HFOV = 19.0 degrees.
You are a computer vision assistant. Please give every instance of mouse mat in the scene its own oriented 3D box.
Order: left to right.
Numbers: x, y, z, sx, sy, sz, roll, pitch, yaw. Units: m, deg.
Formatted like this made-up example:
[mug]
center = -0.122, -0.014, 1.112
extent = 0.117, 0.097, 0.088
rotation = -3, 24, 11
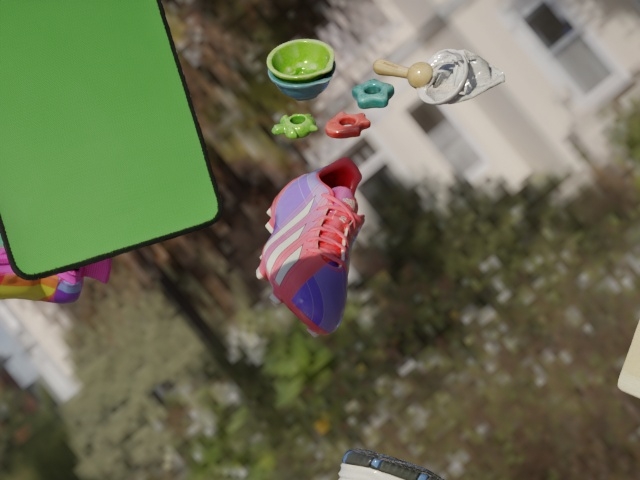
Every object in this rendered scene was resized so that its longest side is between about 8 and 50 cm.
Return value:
[mouse mat]
center = -0.153, -0.082, 1.222
extent = 0.153, 0.189, 0.007
rotation = -17, 3, -26

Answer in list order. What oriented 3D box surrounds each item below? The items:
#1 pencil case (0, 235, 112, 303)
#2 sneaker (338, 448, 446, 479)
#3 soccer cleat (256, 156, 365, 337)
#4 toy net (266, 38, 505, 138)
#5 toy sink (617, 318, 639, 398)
[pencil case]
center = -0.265, -0.004, 1.276
extent = 0.236, 0.104, 0.104
rotation = -1, -21, -26
[sneaker]
center = 0.105, 0.219, 1.368
extent = 0.080, 0.211, 0.081
rotation = 42, -113, -87
[soccer cleat]
center = 0.000, 0.000, 1.700
extent = 0.095, 0.083, 0.248
rotation = -43, 18, 15
[toy net]
center = 0.065, -0.154, 1.863
extent = 0.232, 0.045, 0.122
rotation = -6, 37, 2
[toy sink]
center = 0.365, 0.089, 1.468
extent = 0.234, 0.153, 0.131
rotation = 14, -83, -50
